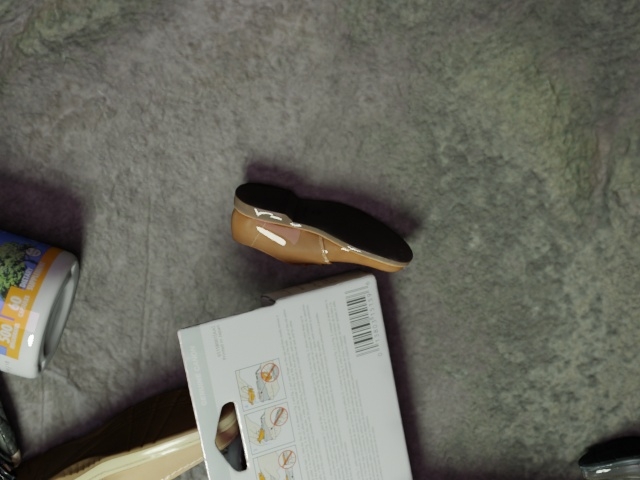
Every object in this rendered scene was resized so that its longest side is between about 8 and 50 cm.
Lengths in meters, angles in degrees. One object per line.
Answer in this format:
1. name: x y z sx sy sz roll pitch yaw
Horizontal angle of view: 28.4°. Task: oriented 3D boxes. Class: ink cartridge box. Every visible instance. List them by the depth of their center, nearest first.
1. ink cartridge box: -0.029 0.193 1.428 0.239 0.060 0.275 -14 101 -19

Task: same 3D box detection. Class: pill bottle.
1. pill bottle: -0.424 0.046 1.423 0.272 0.152 0.152 17 101 -1

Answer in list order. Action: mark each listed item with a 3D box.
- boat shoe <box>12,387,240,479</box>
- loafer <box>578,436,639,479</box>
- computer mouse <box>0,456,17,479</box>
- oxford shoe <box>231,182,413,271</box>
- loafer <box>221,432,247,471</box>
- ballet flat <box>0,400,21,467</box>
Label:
1. boat shoe: -0.227 0.275 1.479 0.341 0.121 0.110 -25 109 19
2. loafer: 0.386 0.261 1.466 0.170 0.062 0.061 -10 105 6
3. computer mouse: -0.444 0.197 1.491 0.242 0.071 0.041 42 78 0
4. oxford shoe: 0.000 0.000 1.440 0.212 0.076 0.076 18 122 6
5. loafer: -0.053 0.357 1.503 0.095 0.109 0.302 -11 102 45
6. ballet flat: -0.389 0.191 1.504 0.057 0.049 0.173 -2 111 47
